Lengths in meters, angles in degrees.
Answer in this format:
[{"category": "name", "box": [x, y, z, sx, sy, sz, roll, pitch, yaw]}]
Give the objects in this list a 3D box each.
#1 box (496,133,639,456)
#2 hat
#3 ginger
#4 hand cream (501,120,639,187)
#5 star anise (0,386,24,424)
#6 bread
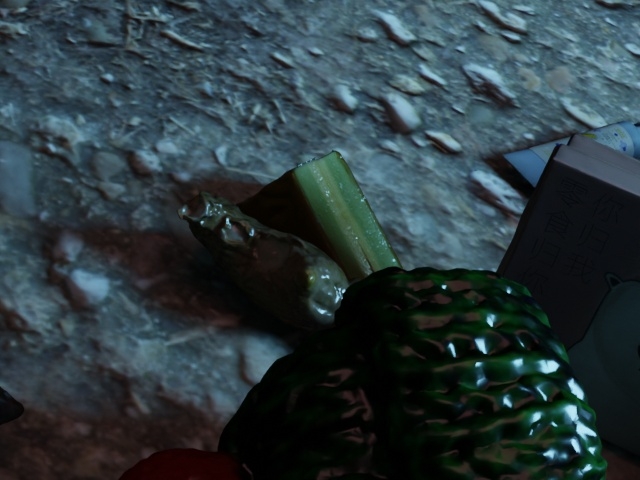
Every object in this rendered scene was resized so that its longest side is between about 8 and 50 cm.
[{"category": "box", "box": [0.246, 0.048, 1.415, 0.215, 0.215, 0.086, 24, 27, 6]}, {"category": "hat", "box": [0.011, 0.156, 1.181, 0.332, 0.242, 0.274, -7, 30, -11]}, {"category": "ginger", "box": [0.019, 0.045, 1.413, 0.290, 0.122, 0.084, 30, 74, 11]}, {"category": "hand cream", "box": [0.259, -0.084, 1.718, 0.170, 0.043, 0.065, -17, 50, -35]}, {"category": "star anise", "box": [-0.358, 0.097, 1.182, 0.315, 0.108, 0.315, 14, 39, -12]}, {"category": "bread", "box": [0.003, 0.004, 1.525, 0.074, 0.084, 0.139, -30, 89, -45]}]
